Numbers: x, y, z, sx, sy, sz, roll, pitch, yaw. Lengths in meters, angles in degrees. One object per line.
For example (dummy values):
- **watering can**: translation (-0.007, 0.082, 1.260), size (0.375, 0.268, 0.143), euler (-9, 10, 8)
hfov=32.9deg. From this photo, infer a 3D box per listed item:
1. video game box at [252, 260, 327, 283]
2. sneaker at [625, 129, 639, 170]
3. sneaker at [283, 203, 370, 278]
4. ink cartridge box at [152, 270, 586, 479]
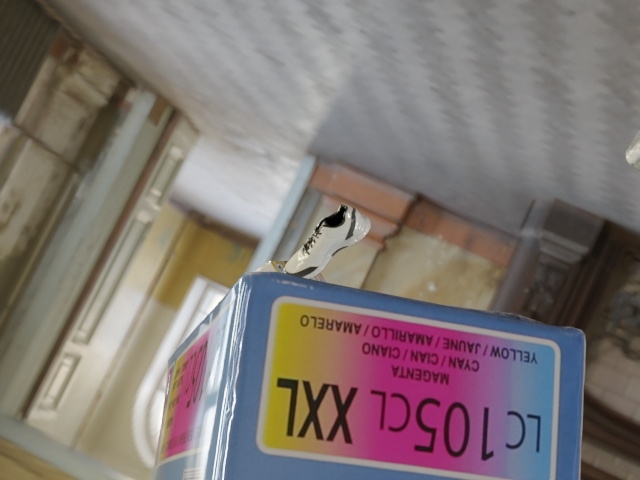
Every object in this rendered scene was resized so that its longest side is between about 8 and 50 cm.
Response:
- **video game box**: translation (-0.006, 0.124, 1.627), size (0.205, 0.048, 0.187), euler (58, -166, 10)
- **sneaker**: translation (0.406, -0.110, 0.990), size (0.115, 0.105, 0.281), euler (50, 141, -11)
- **sneaker**: translation (0.000, 0.000, 1.166), size (0.044, 0.109, 0.040), euler (44, -172, -43)
- **ink cartridge box**: translation (-0.013, 0.238, 0.475), size (0.151, 0.395, 0.270), euler (8, 164, -12)
